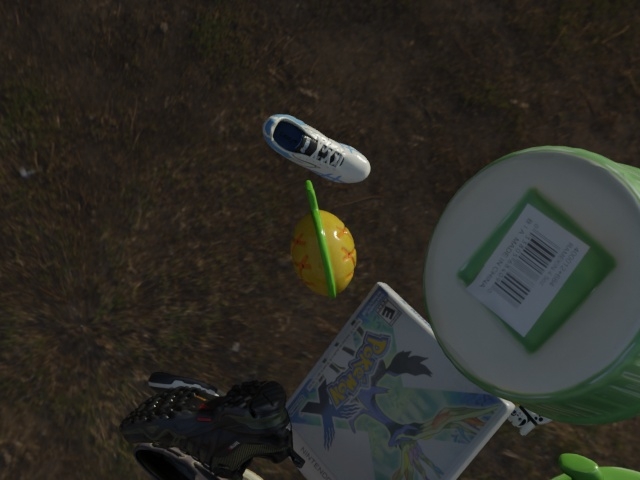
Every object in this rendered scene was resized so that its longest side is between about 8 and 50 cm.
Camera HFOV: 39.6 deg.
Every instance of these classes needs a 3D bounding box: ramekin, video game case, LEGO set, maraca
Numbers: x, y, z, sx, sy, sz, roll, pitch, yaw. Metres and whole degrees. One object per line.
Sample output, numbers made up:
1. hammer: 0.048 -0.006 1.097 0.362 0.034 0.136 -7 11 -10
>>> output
1. ramekin: 0.259 0.044 0.967 0.148 0.303 0.303 17 78 -50
2. video game case: 0.097 0.284 1.413 0.300 0.036 0.329 44 104 32
3. LEGO set: 0.274 0.243 1.472 0.093 0.087 0.227 -42 62 3
4. maraca: 0.000 0.000 1.378 0.099 0.127 0.186 -12 77 -5

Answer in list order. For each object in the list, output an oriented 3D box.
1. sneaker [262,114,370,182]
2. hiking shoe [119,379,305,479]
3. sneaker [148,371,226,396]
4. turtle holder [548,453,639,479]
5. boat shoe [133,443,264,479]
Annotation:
1. sneaker: -0.009 -0.177 1.781 0.237 0.086 0.085 25 100 -9
2. hiking shoe: -0.132 0.231 1.022 0.086 0.227 0.114 -40 116 -58
3. sneaker: -0.187 0.289 1.437 0.234 0.084 0.097 36 67 -36
4. turtle holder: 0.388 0.411 1.065 0.320 0.227 0.243 -3 46 2
5. boat shoe: -0.158 0.366 1.288 0.092 0.285 0.103 -24 136 -45
